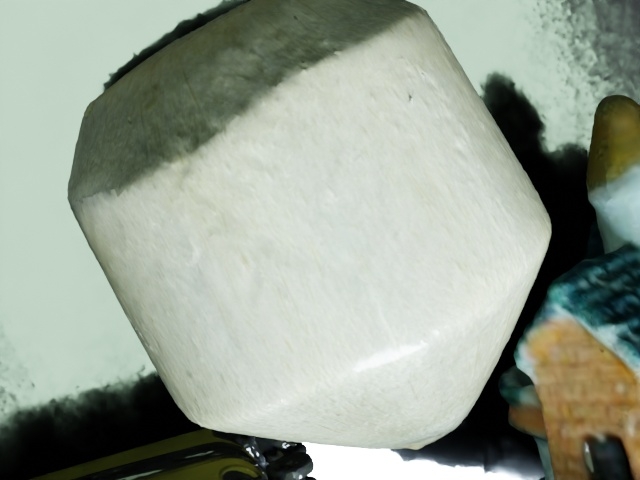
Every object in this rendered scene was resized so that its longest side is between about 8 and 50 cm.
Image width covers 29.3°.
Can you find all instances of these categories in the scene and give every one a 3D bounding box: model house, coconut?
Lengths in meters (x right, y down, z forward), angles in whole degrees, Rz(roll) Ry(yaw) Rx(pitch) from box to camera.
[{"bbox_3d":[0.186,0.060,0.714,0.253,0.184,0.291,-17,98,-37],"label":"model house"},{"bbox_3d":[0.000,0.000,0.675,0.237,0.237,0.266,-34,98,0],"label":"coconut"}]

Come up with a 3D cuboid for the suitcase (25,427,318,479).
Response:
[{"bbox_3d":[-0.103,0.226,0.752,0.235,0.143,0.194,-15,103,-5],"label":"suitcase"}]
